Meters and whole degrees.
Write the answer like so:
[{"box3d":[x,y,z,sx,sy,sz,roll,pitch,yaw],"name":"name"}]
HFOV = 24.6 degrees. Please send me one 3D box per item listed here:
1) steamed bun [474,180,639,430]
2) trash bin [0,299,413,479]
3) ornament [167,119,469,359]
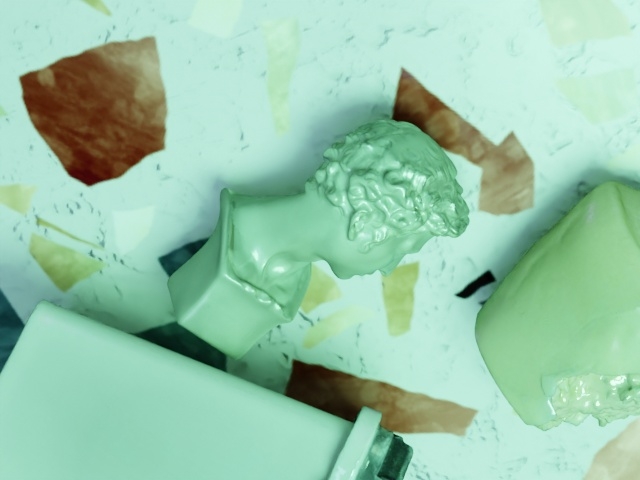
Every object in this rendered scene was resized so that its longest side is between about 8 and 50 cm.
[{"box3d":[0.256,0.084,1.278,0.200,0.170,0.225,34,116,-15],"name":"steamed bun"},{"box3d":[-0.132,0.234,1.320,0.367,0.256,0.296,26,82,3],"name":"trash bin"},{"box3d":[-0.012,-0.009,1.291,0.285,0.120,0.130,-25,131,16],"name":"ornament"}]
